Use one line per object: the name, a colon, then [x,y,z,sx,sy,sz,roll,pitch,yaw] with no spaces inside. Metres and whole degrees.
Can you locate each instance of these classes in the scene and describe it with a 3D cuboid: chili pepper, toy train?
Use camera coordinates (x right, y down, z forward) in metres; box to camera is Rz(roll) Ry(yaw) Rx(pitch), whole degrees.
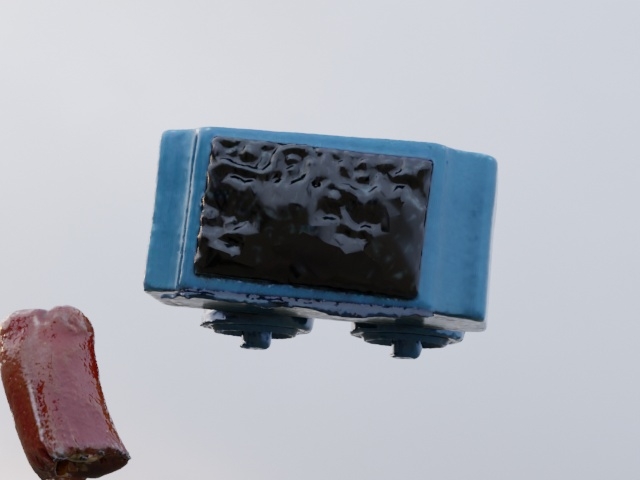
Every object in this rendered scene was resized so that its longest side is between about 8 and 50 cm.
chili pepper: [-0.177,0.101,1.104,0.073,0.123,0.070,-10,-25,-17]
toy train: [0.000,0.000,1.423,0.300,0.188,0.265,4,-9,7]
